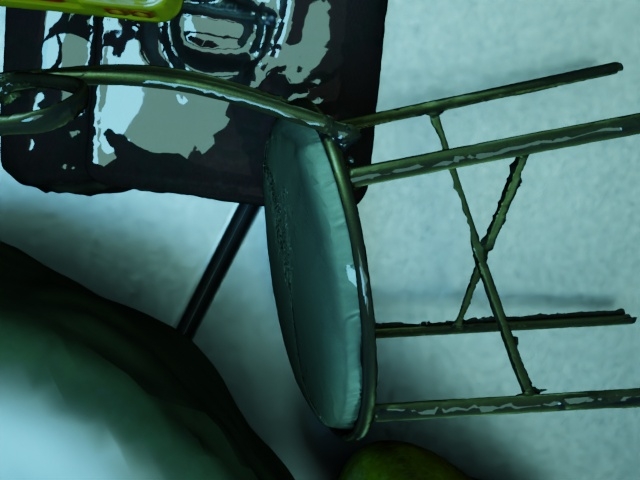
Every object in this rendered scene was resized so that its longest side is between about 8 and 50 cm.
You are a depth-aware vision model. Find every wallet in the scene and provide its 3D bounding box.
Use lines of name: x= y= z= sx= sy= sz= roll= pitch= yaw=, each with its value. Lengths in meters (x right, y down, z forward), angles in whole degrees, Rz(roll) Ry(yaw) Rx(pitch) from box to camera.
wallet: x=-0.055 y=-0.128 z=0.752 sx=0.182 sy=0.049 sz=0.229 roll=4 pitch=101 yaw=-7

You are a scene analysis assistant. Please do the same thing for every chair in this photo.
chair: x=0.000 y=0.000 z=0.692 sx=0.326 sy=0.160 sz=0.170 roll=-7 pitch=104 yaw=-12

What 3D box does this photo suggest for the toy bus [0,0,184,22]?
toy bus: x=-0.101 y=-0.260 z=0.634 sx=0.145 sy=0.151 sz=0.331 roll=6 pitch=84 yaw=10

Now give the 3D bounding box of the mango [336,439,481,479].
mango: x=0.071 y=0.168 z=0.740 sx=0.111 sy=0.133 sz=0.267 roll=-29 pitch=138 yaw=13

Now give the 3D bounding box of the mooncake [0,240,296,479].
mooncake: x=-0.165 y=0.173 z=0.621 sx=0.357 sy=0.194 sz=0.356 roll=0 pitch=95 yaw=-4
